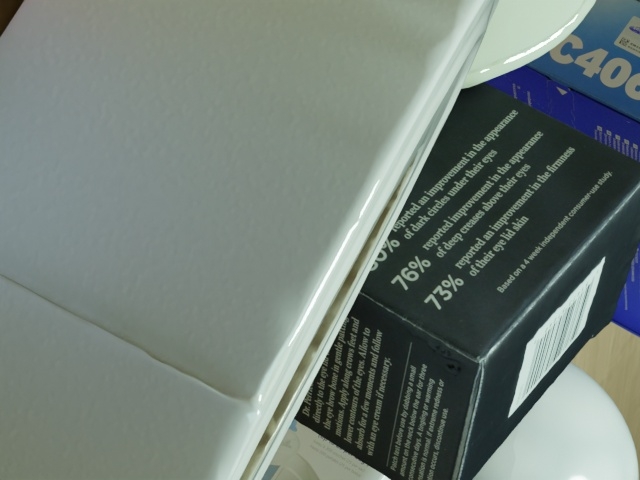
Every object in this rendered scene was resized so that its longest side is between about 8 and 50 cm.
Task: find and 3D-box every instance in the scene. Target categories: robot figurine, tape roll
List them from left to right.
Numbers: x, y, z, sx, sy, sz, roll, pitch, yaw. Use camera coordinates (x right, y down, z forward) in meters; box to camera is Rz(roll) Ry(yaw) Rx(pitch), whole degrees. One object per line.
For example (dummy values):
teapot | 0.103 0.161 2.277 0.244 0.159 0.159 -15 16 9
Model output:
tape roll | -0.046 0.016 0.534 0.286 0.100 0.286 -62 177 -6
robot figurine | 0.107 0.219 1.275 0.300 0.199 0.353 -61 173 -71

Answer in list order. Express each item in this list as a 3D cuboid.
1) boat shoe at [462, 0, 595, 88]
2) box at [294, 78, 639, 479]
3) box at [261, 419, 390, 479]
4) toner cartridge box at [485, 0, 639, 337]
boat shoe | -0.009 -0.105 0.742 0.305 0.091 0.109 -20 143 -33
box | 0.021 -0.003 0.795 0.153 0.207 0.108 -42 152 -37
box | 0.003 0.130 1.049 0.203 0.114 0.103 -54 156 -18
toner cartridge box | 0.188 -0.050 1.169 0.075 0.165 0.348 -56 159 -15
